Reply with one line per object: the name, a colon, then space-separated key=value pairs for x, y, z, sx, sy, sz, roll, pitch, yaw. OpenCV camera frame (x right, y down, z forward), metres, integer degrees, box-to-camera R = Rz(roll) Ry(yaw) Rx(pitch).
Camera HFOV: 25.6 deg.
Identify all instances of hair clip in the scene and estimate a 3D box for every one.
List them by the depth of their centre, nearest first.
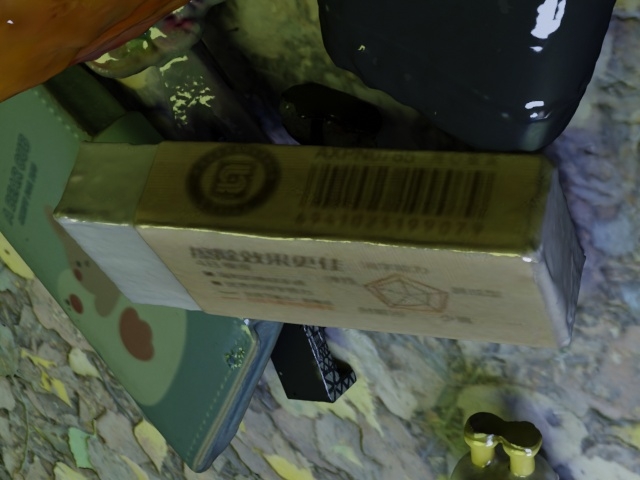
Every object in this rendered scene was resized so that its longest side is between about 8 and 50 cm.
hair clip: x=-0.102 y=-0.148 z=1.040 sx=0.137 sy=0.090 sz=0.278 roll=-27 pitch=107 yaw=15

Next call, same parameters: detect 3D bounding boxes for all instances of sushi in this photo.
sushi: x=0.006 y=-0.078 z=1.025 sx=0.083 sy=0.044 sz=0.046 roll=25 pitch=134 yaw=29

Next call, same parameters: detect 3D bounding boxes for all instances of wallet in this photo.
wallet: x=-0.171 y=0.003 z=1.207 sx=0.360 sy=0.083 sz=0.252 roll=47 pitch=140 yaw=17

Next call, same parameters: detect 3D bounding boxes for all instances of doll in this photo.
doll: x=0.148 y=0.225 z=1.112 sx=0.129 sy=0.081 sz=0.207 roll=9 pitch=131 yaw=22

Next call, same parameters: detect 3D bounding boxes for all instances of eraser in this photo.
eraser: x=0.000 y=0.000 z=0.966 sx=0.343 sy=0.078 sz=0.144 roll=5 pitch=153 yaw=21

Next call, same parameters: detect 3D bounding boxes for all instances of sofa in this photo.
sofa: x=-0.017 y=0.077 z=1.178 sx=0.060 sy=0.039 sz=0.118 roll=1 pitch=122 yaw=44

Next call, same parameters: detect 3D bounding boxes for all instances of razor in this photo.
razor: x=0.094 y=-0.207 z=0.793 sx=0.189 sy=0.107 sz=0.327 roll=30 pitch=137 yaw=20

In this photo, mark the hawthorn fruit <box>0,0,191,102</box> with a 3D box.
hawthorn fruit: x=-0.216 y=-0.294 z=0.746 sx=0.471 sy=0.472 sz=0.472 roll=24 pitch=135 yaw=27
